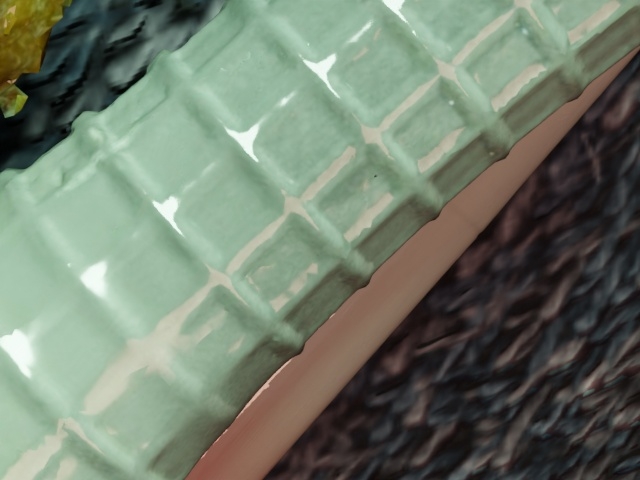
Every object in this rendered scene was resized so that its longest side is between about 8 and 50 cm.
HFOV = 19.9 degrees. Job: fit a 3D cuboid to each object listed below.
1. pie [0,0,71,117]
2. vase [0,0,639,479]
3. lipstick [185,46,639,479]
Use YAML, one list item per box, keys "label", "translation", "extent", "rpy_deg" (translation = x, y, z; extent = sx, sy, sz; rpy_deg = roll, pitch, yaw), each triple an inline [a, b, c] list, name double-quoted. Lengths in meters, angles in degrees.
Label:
- label: "pie"
  translation: [-0.222, -0.120, 0.452]
  extent: [0.288, 0.103, 0.355]
  rpy_deg: [-45, 134, -2]
- label: "vase"
  translation: [-0.012, -0.030, 0.576]
  extent: [0.299, 0.143, 0.143]
  rpy_deg: [-42, 132, 1]
- label: "lipstick"
  translation: [0.000, 0.000, 0.681]
  extent: [0.327, 0.087, 0.087]
  rpy_deg: [-49, 132, 2]
